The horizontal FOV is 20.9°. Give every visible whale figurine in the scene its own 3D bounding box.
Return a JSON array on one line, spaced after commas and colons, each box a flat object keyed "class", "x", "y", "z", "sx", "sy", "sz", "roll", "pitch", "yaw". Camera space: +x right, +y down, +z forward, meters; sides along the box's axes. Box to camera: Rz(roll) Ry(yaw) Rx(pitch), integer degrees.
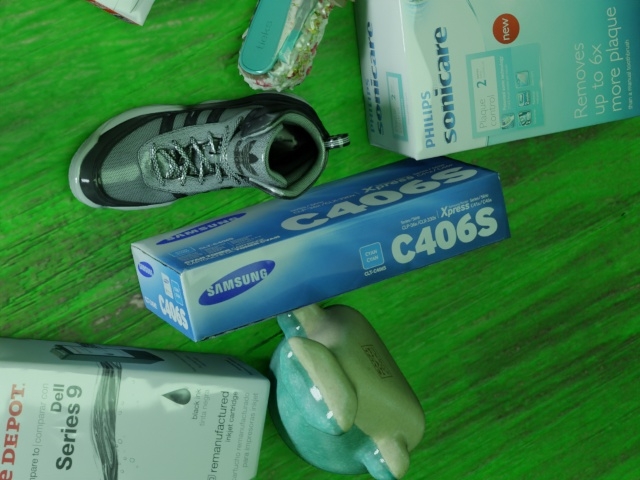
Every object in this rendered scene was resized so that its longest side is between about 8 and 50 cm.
[{"class": "whale figurine", "x": 0.004, "y": 0.159, "z": 1.742, "sx": 0.141, "sy": 0.272, "sz": 0.216, "roll": -34, "pitch": 80, "yaw": 9}]

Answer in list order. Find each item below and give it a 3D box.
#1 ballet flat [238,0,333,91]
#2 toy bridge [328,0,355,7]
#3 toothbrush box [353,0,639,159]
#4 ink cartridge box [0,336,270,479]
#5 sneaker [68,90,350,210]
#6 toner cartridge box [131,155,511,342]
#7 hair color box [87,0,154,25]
[{"class": "ballet flat", "x": -0.010, "y": -0.259, "z": 1.757, "sx": 0.077, "sy": 0.091, "sz": 0.241, "roll": 23, "pitch": 96, "yaw": -55}, {"class": "toy bridge", "x": -0.047, "y": -0.263, "z": 1.695, "sx": 0.026, "sy": 0.188, "sz": 0.063, "roll": -67, "pitch": 158, "yaw": 0}, {"class": "toothbrush box", "x": 0.193, "y": -0.220, "z": 1.816, "sx": 0.295, "sy": 0.126, "sz": 0.216, "roll": -11, "pitch": 104, "yaw": -20}, {"class": "ink cartridge box", "x": -0.216, "y": 0.216, "z": 1.726, "sx": 0.289, "sy": 0.121, "sz": 0.211, "roll": 6, "pitch": 97, "yaw": -23}, {"class": "sneaker", "x": -0.105, "y": -0.085, "z": 1.698, "sx": 0.268, "sy": 0.153, "sz": 0.101, "roll": -15, "pitch": 105, "yaw": -20}, {"class": "toner cartridge box", "x": 0.000, "y": 0.000, "z": 1.754, "sx": 0.347, "sy": 0.165, "sz": 0.075, "roll": -18, "pitch": 106, "yaw": -20}, {"class": "hair color box", "x": -0.228, "y": -0.284, "z": 1.663, "sx": 0.167, "sy": 0.053, "sz": 0.093, "roll": 27, "pitch": 88, "yaw": -24}]
